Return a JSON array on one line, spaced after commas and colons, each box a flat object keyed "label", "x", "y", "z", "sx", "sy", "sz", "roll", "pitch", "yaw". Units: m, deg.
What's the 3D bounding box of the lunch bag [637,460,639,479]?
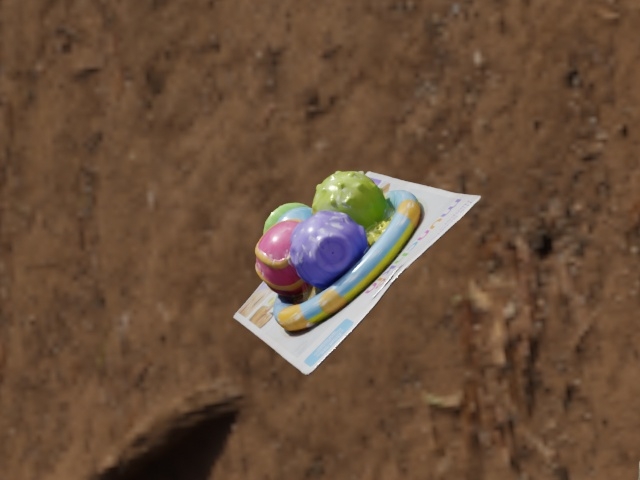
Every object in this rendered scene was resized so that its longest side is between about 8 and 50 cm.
[{"label": "lunch bag", "x": 0.174, "y": 0.132, "z": 0.211, "sx": 0.235, "sy": 0.287, "sz": 0.169, "roll": -79, "pitch": -11, "yaw": -52}]

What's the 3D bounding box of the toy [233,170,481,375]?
[{"label": "toy", "x": 0.000, "y": 0.000, "z": 0.995, "sx": 0.056, "sy": 0.137, "sz": 0.237, "roll": 44, "pitch": 175, "yaw": -10}]
